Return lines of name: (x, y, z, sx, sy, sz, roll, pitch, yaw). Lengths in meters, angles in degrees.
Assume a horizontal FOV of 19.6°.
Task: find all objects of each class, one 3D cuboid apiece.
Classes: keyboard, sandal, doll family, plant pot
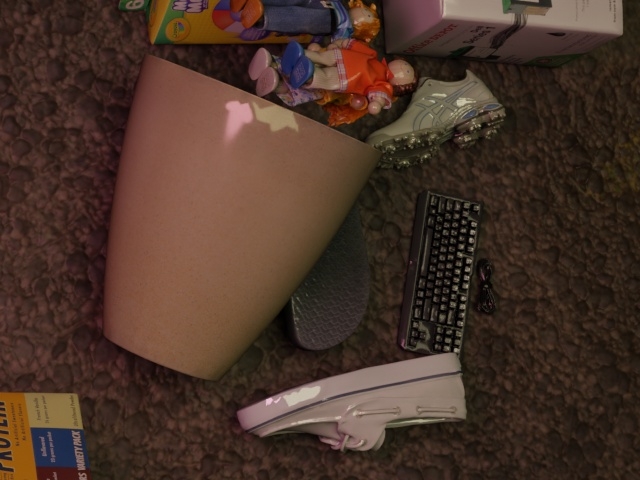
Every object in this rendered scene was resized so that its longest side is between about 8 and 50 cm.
keyboard: (0.147, 0.041, 2.025, 0.108, 0.023, 0.180, 13, 77, -19)
sandal: (0.001, 0.000, 1.965, 0.097, 0.054, 0.254, 13, 67, -26)
doll family: (0.000, -0.202, 1.818, 0.163, 0.118, 0.263, 4, 52, -34)
plant pot: (-0.107, -0.010, 1.831, 0.256, 0.256, 0.274, 22, 91, -17)

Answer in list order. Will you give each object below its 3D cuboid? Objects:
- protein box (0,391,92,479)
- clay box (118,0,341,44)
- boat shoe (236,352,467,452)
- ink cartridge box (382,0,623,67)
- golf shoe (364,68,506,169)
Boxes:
protein box: (-0.330, 0.250, 1.687, 0.201, 0.200, 0.136, 3, 45, -21)
clay box: (-0.089, -0.258, 1.921, 0.222, 0.127, 0.053, -4, 61, -22)
boat shoe: (0.041, 0.179, 1.921, 0.258, 0.095, 0.084, -11, 81, -22)
ink cartridge box: (0.195, -0.256, 2.018, 0.219, 0.160, 0.093, 2, 80, -20)
golf shoe: (0.113, -0.135, 2.029, 0.176, 0.069, 0.086, -18, 68, -26)
